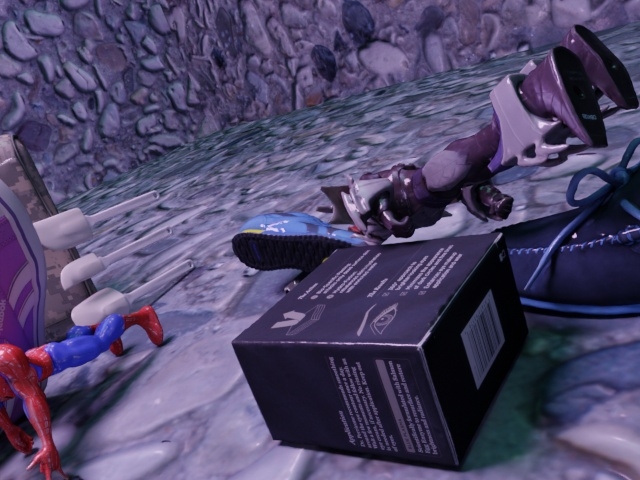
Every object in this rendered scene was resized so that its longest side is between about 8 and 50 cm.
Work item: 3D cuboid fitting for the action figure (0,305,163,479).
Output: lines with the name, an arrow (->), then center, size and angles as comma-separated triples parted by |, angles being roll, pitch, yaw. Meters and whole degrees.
action figure -> -0.251, 0.151, 0.621 | 0.091, 0.139, 0.280 | -18, -5, 18

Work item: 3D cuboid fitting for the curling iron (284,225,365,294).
curling iron -> 0.057, -0.008, 0.802 | 0.274, 0.035, 0.068 | -32, 21, -32

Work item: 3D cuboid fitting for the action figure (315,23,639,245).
action figure -> 0.114, -0.056, 0.542 | 0.185, 0.099, 0.285 | -18, -13, -39

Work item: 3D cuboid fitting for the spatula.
spatula -> -0.277, 0.022, 0.894 | 0.019, 0.168, 0.242 | -24, 6, 29

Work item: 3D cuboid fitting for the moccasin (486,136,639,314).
moccasin -> 0.274, -0.026, 0.470 | 0.341, 0.117, 0.137 | -10, 21, 38

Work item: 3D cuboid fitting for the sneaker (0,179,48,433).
sneaker -> -0.346, 0.077, 0.612 | 0.102, 0.282, 0.161 | 1, 18, 12

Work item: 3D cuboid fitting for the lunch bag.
lunch bag -> -0.480, 0.024, 0.873 | 0.256, 0.305, 0.212 | -26, 18, -21

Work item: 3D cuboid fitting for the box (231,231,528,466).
box -> 0.049, 0.072, 0.475 | 0.158, 0.093, 0.156 | -6, 22, 38

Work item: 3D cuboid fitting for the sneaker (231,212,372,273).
sneaker -> 0.000, 0.000, 0.724 | 0.209, 0.069, 0.082 | 9, 37, 31
